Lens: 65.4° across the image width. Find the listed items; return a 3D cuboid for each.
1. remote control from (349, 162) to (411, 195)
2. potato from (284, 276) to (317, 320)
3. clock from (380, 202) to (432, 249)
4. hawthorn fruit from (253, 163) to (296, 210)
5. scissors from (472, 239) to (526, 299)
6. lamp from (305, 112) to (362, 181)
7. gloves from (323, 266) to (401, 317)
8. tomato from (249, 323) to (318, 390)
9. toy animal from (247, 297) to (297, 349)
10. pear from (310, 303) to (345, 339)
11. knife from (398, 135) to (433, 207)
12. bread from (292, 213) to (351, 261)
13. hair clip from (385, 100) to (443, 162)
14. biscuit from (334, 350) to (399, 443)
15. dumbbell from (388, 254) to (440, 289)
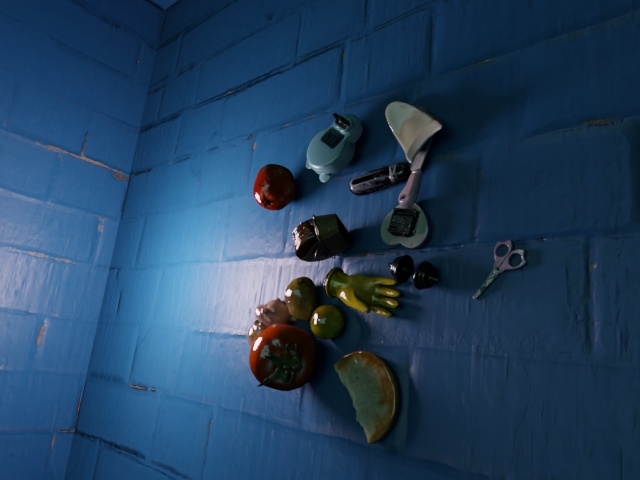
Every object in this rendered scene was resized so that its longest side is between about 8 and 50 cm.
[{"bbox_3d":[0.219,-0.236,1.886,0.265,0.066,0.090,-16,69,39],"label":"remote control"},{"bbox_3d":[-0.076,0.228,1.962,0.137,0.137,0.176,-26,62,34],"label":"potato"},{"bbox_3d":[0.298,-0.062,1.756,0.198,0.064,0.172,10,84,44],"label":"clock"},{"bbox_3d":[-0.207,-0.214,2.171,0.196,0.196,0.225,-21,33,37],"label":"hawthorn fruit"},{"bbox_3d":[0.530,0.097,1.514,0.212,0.021,0.110,-54,45,14],"label":"scissors"},{"bbox_3d":[0.060,-0.385,2.029,0.209,0.147,0.284,46,116,40],"label":"lamp"},{"bbox_3d":[0.162,0.182,1.781,0.294,0.116,0.133,13,92,38],"label":"gloves"},{"bbox_3d":[-0.138,0.433,1.859,0.256,0.255,0.224,-66,14,3],"label":"tomato"},{"bbox_3d":[-0.215,0.360,2.035,0.165,0.149,0.248,35,93,31],"label":"toy animal"},{"bbox_3d":[0.019,0.300,1.865,0.141,0.104,0.141,-16,64,35],"label":"pear"},{"bbox_3d":[0.350,-0.267,1.779,0.081,0.043,0.336,-10,53,58],"label":"knife"},{"bbox_3d":[0.000,0.000,1.898,0.211,0.224,0.142,-22,59,10],"label":"bread"},{"bbox_3d":[0.335,-0.414,1.818,0.172,0.113,0.282,-51,51,24],"label":"hair clip"},{"bbox_3d":[0.172,0.503,1.691,0.204,0.040,0.309,-45,50,23],"label":"biscuit"},{"bbox_3d":[0.309,0.106,1.661,0.208,0.099,0.099,18,88,45],"label":"dumbbell"}]
